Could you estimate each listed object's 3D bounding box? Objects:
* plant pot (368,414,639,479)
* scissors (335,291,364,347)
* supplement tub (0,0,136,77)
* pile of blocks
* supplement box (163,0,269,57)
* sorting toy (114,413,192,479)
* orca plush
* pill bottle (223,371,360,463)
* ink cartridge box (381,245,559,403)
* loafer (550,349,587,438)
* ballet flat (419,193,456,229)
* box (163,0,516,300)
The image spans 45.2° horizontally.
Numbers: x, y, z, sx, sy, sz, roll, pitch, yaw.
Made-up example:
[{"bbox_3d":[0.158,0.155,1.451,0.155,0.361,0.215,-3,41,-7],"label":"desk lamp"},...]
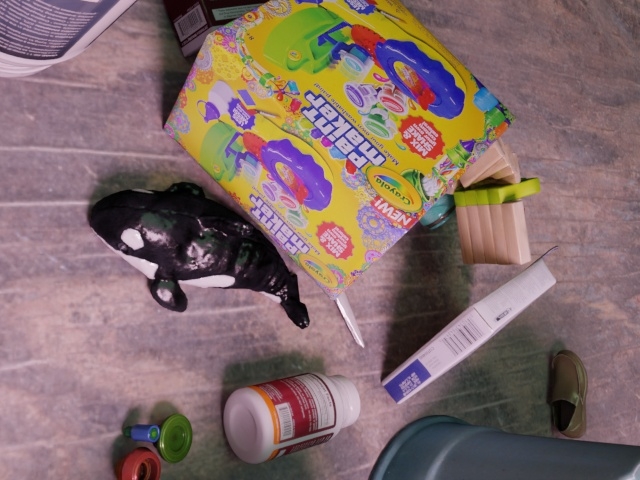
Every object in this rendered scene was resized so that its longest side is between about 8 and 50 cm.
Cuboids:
[{"bbox_3d":[0.282,0.387,0.952,0.341,0.334,0.341,12,72,-39],"label":"plant pot"},{"bbox_3d":[0.000,0.000,1.020,0.297,0.021,0.109,53,49,-15],"label":"scissors"},{"bbox_3d":[-0.256,-0.276,0.703,0.191,0.272,0.191,13,70,-38],"label":"supplement tub"},{"bbox_3d":[0.219,-0.134,1.077,0.113,0.149,0.362,-17,76,-34],"label":"pile of blocks"},{"bbox_3d":[-0.145,-0.360,0.957,0.130,0.073,0.239,-23,95,-43],"label":"supplement box"},{"bbox_3d":[-0.180,0.217,0.799,0.102,0.042,0.061,-44,124,-51],"label":"sorting toy"},{"bbox_3d":[-0.108,0.017,0.867,0.287,0.102,0.151,40,55,-26],"label":"orca plush"},{"bbox_3d":[-0.030,0.202,0.897,0.152,0.086,0.086,-4,81,-42],"label":"pill bottle"},{"bbox_3d":[0.215,0.116,1.045,0.224,0.223,0.045,-27,73,-42],"label":"ink cartridge box"},{"bbox_3d":[0.415,0.257,1.287,0.050,0.056,0.147,7,74,-46],"label":"loafer"},{"bbox_3d":[0.216,-0.108,1.199,0.247,0.083,0.087,-38,95,-41],"label":"ballet flat"},{"bbox_3d":[0.027,-0.140,0.924,0.290,0.177,0.279,45,51,2],"label":"box"}]
